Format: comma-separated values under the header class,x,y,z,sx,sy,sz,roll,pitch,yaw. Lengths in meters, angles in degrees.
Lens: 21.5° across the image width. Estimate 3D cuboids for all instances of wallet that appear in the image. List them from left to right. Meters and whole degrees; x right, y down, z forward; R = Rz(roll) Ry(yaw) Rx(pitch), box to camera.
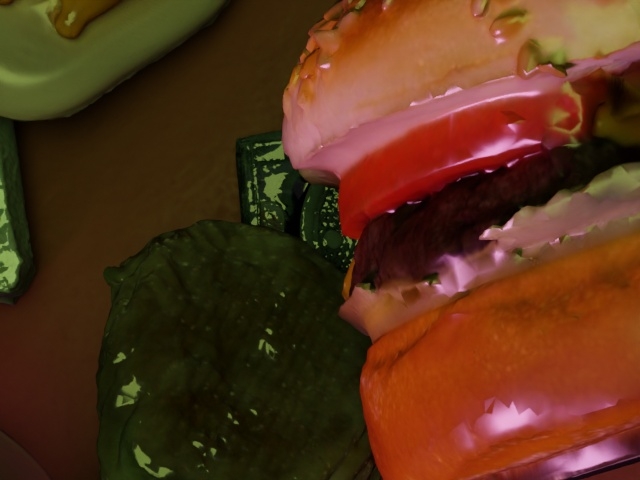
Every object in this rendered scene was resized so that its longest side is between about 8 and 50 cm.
class,x,y,z,sx,sy,sz,roll,pitch,yaw
wallet,0.000,0.000,0.930,0.088,0.026,0.129,-6,83,4

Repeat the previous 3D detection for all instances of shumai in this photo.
class,x,y,z,sx,sy,sz,roll,pitch,yaw
shumai,-0.051,0.091,0.885,0.184,0.142,0.184,14,53,-19

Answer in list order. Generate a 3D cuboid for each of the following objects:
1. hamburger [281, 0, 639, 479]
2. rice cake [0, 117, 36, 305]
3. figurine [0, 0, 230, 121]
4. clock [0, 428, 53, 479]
class,x,y,z,sx,sy,sz,roll,pitch,yaw
hamburger,0.151,-0.031,0.781,0.330,0.330,0.250,-19,79,1
rice cake,-0.196,-0.085,0.946,0.042,0.045,0.245,-10,82,2
figurine,-0.111,-0.188,0.882,0.166,0.141,0.250,26,75,-5
clock,-0.271,0.168,0.732,0.338,0.102,0.339,0,90,-4
